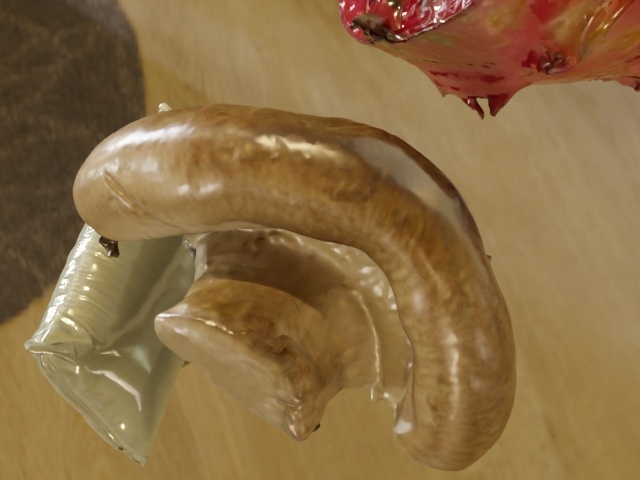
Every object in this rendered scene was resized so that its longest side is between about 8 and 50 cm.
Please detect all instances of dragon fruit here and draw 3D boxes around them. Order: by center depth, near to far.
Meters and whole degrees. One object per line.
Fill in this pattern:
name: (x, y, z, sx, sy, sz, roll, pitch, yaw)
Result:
dragon fruit: (0.191, -0.243, 1.033, 0.249, 0.386, 0.371, 26, 90, -23)

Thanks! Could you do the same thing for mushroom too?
mushroom: (0.000, 0.000, 0.854, 0.285, 0.151, 0.156, 34, 47, 6)

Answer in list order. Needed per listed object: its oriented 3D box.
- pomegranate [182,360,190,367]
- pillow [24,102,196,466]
pomegranate: (-0.176, 0.069, 1.532, 0.161, 0.122, 0.122, 14, 52, 35)
pillow: (-0.129, 0.032, 1.199, 0.144, 0.078, 0.254, 44, 52, -28)
